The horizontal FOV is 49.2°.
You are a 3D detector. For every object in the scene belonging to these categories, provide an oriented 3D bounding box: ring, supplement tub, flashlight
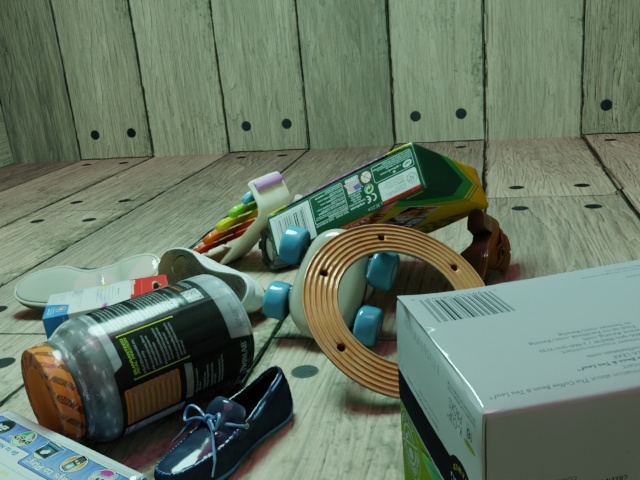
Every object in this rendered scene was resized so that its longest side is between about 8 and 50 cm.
[{"bbox_3d":[0.132,0.113,1.163,0.337,0.032,0.336,7,52,-9],"label":"ring"},{"bbox_3d":[-0.277,0.184,1.082,0.316,0.193,0.193,-18,22,-38],"label":"supplement tub"},{"bbox_3d":[0.000,0.000,1.760,0.304,0.103,0.103,-10,47,-27],"label":"flashlight"}]

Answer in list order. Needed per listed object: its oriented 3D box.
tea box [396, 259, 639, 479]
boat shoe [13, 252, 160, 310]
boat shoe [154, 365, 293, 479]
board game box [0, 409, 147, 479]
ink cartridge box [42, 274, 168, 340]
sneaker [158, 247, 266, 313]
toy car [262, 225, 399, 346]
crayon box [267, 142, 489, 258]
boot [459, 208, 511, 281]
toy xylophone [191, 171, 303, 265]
[{"bbox_3d":[0.258,0.208,0.626,0.329,0.323,0.220,-7,18,-9],"label":"tea box"},{"bbox_3d":[-0.513,0.112,1.586,0.335,0.095,0.112,-10,54,-4],"label":"boat shoe"},{"bbox_3d":[-0.140,0.256,0.984,0.109,0.089,0.258,4,20,29],"label":"boat shoe"},{"bbox_3d":[-0.409,0.339,0.806,0.308,0.086,0.302,8,22,37],"label":"board game box"},{"bbox_3d":[-0.408,0.138,1.363,0.231,0.078,0.134,-11,17,-12],"label":"ink cartridge box"},{"bbox_3d":[-0.229,0.099,1.498,0.290,0.106,0.123,20,-6,37],"label":"sneaker"},{"bbox_3d":[0.039,0.097,1.371,0.219,0.210,0.238,14,-6,16],"label":"toy car"},{"bbox_3d":[0.126,-0.060,1.485,0.363,0.106,0.313,-25,-19,31],"label":"crayon box"},{"bbox_3d":[0.360,0.045,1.505,0.073,0.197,0.152,3,-19,39],"label":"boot"},{"bbox_3d":[-0.176,-0.042,1.746,0.323,0.081,0.236,-44,-10,30],"label":"toy xylophone"}]
